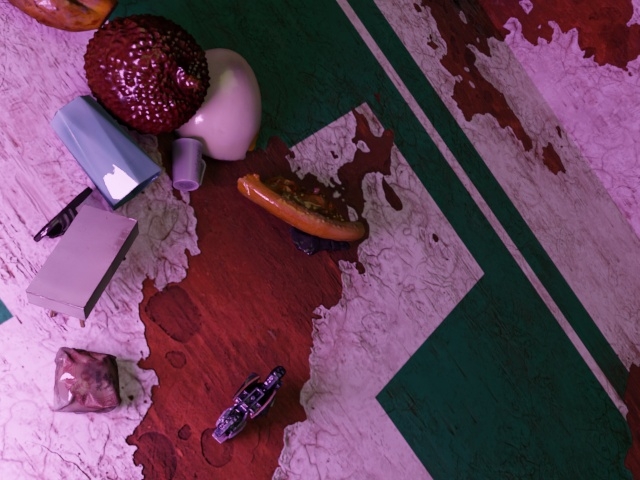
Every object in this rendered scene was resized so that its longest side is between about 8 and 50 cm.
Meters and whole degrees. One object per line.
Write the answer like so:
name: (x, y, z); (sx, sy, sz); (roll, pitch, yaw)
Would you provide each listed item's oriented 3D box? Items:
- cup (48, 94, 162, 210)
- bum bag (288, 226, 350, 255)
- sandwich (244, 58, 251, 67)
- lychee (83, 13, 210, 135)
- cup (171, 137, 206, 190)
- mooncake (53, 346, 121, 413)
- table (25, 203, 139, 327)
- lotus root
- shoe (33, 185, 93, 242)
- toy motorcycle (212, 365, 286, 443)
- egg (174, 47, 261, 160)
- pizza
cup: (-0.474, -0.200, 1.816); (0.134, 0.148, 0.235); (-39, 92, -19)
bum bag: (0.000, 0.000, 2.174); (0.198, 0.049, 0.087); (-4, 48, -42)
sandwich: (-0.214, -0.451, 2.251); (0.069, 0.026, 0.101); (-19, 77, -41)
lychee: (-0.389, -0.378, 1.868); (0.276, 0.304, 0.275); (-33, 129, -53)
cup: (-0.312, -0.178, 1.989); (0.104, 0.074, 0.116); (34, 48, -56)
mooncake: (-0.451, 0.270, 1.611); (0.130, 0.073, 0.125); (13, 57, -38)
table: (-0.470, 0.060, 1.665); (0.122, 0.111, 0.240); (18, 50, 6)
lotus root: (-0.604, -0.579, 1.874); (0.291, 0.193, 0.193); (28, 51, -31)
shoe: (-0.522, -0.045, 1.727); (0.049, 0.071, 0.179); (49, 41, -15)
toy motorcycle: (-0.158, 0.358, 1.804); (0.082, 0.122, 0.213); (40, 56, 15)
egg: (-0.246, -0.350, 2.061); (0.264, 0.174, 0.286); (2, 70, -37)
pizza: (-0.047, -0.091, 2.132); (0.365, 0.074, 0.182); (26, 32, -15)
